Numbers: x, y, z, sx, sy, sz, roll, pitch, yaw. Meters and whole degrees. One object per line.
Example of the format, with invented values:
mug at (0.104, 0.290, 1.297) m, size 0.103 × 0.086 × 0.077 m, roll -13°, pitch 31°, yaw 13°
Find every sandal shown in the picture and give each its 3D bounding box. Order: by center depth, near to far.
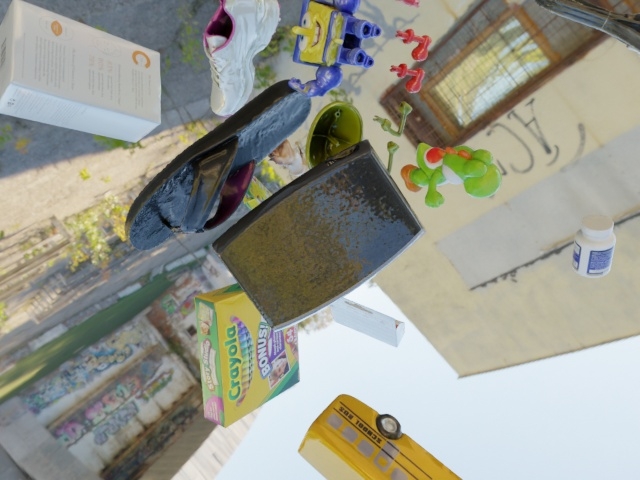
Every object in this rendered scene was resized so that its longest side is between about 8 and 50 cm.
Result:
sandal at (-0.184, -0.119, 0.858) m, size 0.446 × 0.107 × 0.167 m, roll -41°, pitch 165°, yaw 4°

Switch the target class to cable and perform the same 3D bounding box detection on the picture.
cable at (0.504, -0.352, 0.788) m, size 0.072 × 0.287 × 0.139 m, roll 97°, pitch 15°, yaw -51°

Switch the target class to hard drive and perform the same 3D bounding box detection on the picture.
hard drive at (0.000, 0.000, 0.607) m, size 0.255 × 0.172 × 0.054 m, roll -34°, pitch -172°, yaw 3°

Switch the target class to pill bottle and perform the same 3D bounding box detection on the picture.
pill bottle at (0.864, 0.016, 1.447) m, size 0.112 × 0.186 × 0.112 m, roll -10°, pitch -142°, yaw 8°

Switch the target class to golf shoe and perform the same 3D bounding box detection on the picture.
golf shoe at (-0.201, -0.397, 0.977) m, size 0.140 × 0.115 × 0.306 m, roll -18°, pitch 151°, yaw -42°

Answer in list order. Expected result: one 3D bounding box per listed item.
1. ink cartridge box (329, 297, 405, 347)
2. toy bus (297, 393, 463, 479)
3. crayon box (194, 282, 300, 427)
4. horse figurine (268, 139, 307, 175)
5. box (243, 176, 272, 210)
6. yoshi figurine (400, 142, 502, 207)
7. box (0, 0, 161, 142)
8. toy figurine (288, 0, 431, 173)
ink cartridge box at (0.114, 0.179, 1.144) m, size 0.066 × 0.189 × 0.232 m, roll -60°, pitch 157°, yaw -26°
toy bus at (0.132, 0.412, 0.781) m, size 0.130 × 0.333 × 0.108 m, roll -28°, pitch 146°, yaw -51°
crayon box at (-0.201, 0.302, 1.345) m, size 0.106 × 0.362 × 0.313 m, roll 6°, pitch -166°, yaw 36°
horse figurine at (-0.097, -0.268, 1.424) m, size 0.066 × 0.174 × 0.263 m, roll -23°, pitch 155°, yaw 12°
box at (-0.182, -0.122, 1.371) m, size 0.043 × 0.105 × 0.179 m, roll -24°, pitch 144°, yaw 14°
yoshi figurine at (0.420, -0.200, 1.430) m, size 0.203 × 0.203 × 0.362 m, roll 0°, pitch -173°, yaw -19°
box at (-0.608, -0.410, 1.171) m, size 0.345 × 0.214 × 0.168 m, roll 6°, pitch 165°, yaw -45°
toy figurine at (0.036, -0.307, 0.772) m, size 0.191 × 0.217 × 0.362 m, roll -5°, pitch 120°, yaw -32°
